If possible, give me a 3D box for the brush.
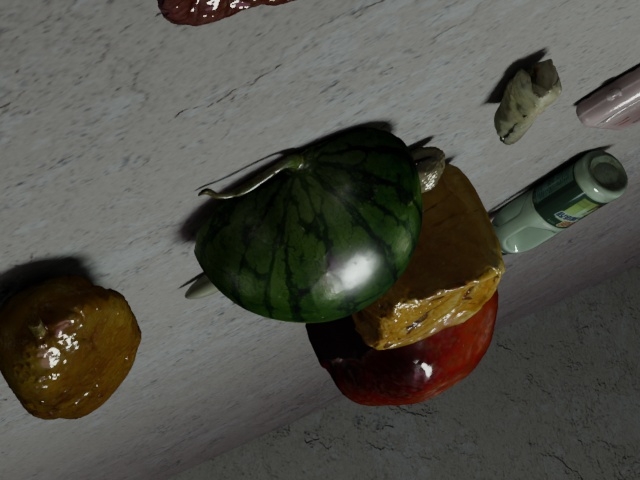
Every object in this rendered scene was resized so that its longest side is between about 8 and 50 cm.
[{"bbox_3d":[-0.010,-0.012,1.577,0.299,0.039,0.042,-28,-151,17],"label":"brush"}]

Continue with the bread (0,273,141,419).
[{"bbox_3d":[-0.217,0.084,1.375,0.124,0.084,0.344,-48,173,-10],"label":"bread"}]

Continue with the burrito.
[{"bbox_3d":[0.182,-0.123,1.479,0.055,0.041,0.149,-39,173,-13],"label":"burrito"}]

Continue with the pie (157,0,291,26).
[{"bbox_3d":[-0.015,-0.155,0.812,0.153,0.038,0.153,-24,169,-5],"label":"pie"}]

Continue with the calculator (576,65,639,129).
[{"bbox_3d":[0.334,-0.152,1.762,0.100,0.032,0.175,-31,169,23],"label":"calculator"}]

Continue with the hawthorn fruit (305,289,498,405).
[{"bbox_3d":[0.106,0.080,1.914,0.249,0.215,0.215,-29,173,-34],"label":"hawthorn fruit"}]

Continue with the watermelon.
[{"bbox_3d":[0.001,0.002,1.409,0.204,0.127,0.232,-21,164,-13],"label":"watermelon"}]

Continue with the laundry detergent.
[{"bbox_3d":[0.285,-0.035,2.132,0.225,0.070,0.099,-33,177,36],"label":"laundry detergent"}]

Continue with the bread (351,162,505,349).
[{"bbox_3d":[0.090,0.019,1.685,0.158,0.143,0.149,-23,163,-24],"label":"bread"}]
